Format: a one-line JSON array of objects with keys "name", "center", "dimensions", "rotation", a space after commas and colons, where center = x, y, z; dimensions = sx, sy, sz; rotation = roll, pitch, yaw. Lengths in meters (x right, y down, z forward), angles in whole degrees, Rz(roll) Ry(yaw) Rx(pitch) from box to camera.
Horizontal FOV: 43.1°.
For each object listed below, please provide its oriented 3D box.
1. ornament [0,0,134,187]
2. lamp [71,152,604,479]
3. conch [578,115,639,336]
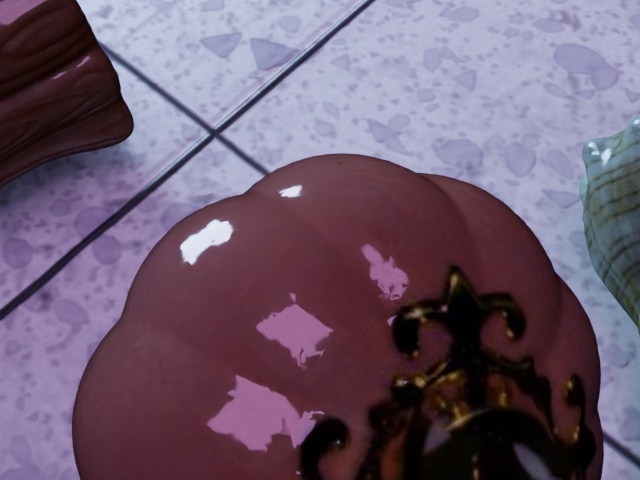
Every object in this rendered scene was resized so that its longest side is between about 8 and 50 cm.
[{"name": "ornament", "center": [-0.289, -0.115, 0.590], "dimensions": [0.217, 0.221, 0.235], "rotation": [-42, 97, -17]}, {"name": "lamp", "center": [0.009, 0.103, 0.464], "dimensions": [0.305, 0.239, 0.305], "rotation": [-3, 97, -30]}, {"name": "conch", "center": [0.286, 0.015, 0.580], "dimensions": [0.203, 0.169, 0.386], "rotation": [3, 95, 24]}]
